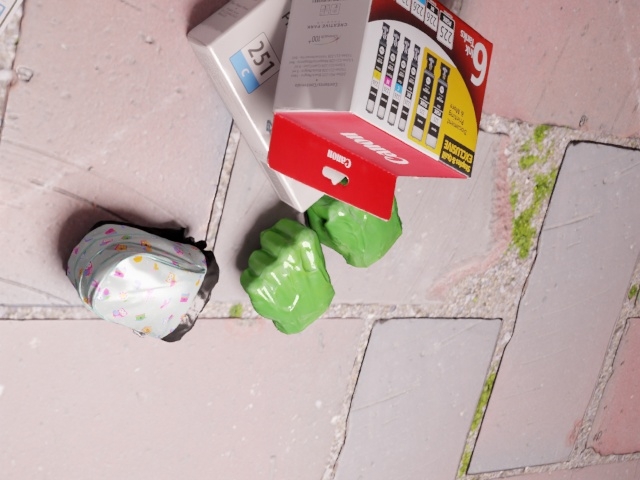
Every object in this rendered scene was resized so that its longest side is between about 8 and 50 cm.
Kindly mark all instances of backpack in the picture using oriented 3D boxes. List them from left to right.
[{"bbox_3d":[-0.230,0.049,1.414,0.182,0.115,0.152,24,97,-39],"label":"backpack"}]

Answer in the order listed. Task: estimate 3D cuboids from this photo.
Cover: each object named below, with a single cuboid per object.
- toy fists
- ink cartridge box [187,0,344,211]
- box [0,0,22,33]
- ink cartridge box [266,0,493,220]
[{"bbox_3d":[0.000,0.000,1.585,0.279,0.096,0.142,-42,139,-17],"label":"toy fists"},{"bbox_3d":[-0.005,-0.230,1.493,0.261,0.066,0.296,-41,129,-15],"label":"ink cartridge box"},{"bbox_3d":[-0.462,-0.185,1.147,0.169,0.087,0.290,35,87,-42],"label":"box"},{"bbox_3d":[0.086,-0.185,1.455,0.309,0.130,0.272,20,78,-52],"label":"ink cartridge box"}]
